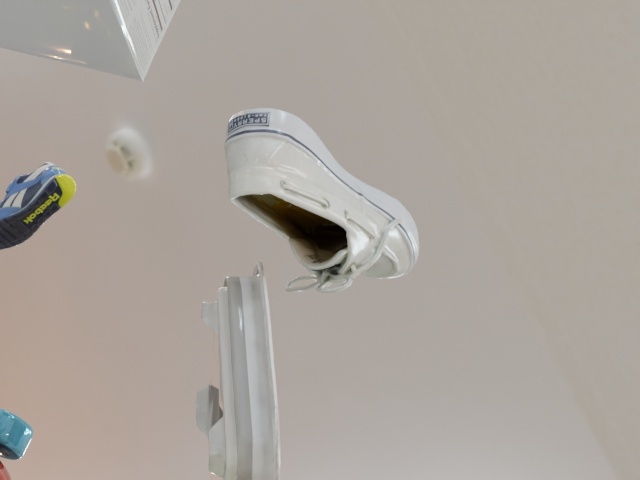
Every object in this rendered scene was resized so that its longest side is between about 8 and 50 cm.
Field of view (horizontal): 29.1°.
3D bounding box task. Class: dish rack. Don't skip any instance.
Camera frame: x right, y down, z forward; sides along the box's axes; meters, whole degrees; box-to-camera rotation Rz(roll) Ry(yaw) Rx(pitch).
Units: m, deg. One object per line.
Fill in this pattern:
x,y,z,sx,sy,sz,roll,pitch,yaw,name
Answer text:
-0.102,0.216,1.424,0.333,0.072,0.285,100,-14,-52,dish rack

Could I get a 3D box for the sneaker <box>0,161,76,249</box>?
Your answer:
-0.375,-0.044,1.551,0.059,0.144,0.053,50,-5,40,sneaker

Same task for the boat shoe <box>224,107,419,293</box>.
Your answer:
0.007,-0.002,1.454,0.136,0.156,0.367,-9,-29,26,boat shoe

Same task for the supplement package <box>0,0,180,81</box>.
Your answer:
-0.310,-0.314,1.369,0.262,0.145,0.204,15,-24,13,supplement package

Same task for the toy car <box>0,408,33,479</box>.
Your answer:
-0.477,0.256,1.456,0.210,0.219,0.238,21,-30,6,toy car
